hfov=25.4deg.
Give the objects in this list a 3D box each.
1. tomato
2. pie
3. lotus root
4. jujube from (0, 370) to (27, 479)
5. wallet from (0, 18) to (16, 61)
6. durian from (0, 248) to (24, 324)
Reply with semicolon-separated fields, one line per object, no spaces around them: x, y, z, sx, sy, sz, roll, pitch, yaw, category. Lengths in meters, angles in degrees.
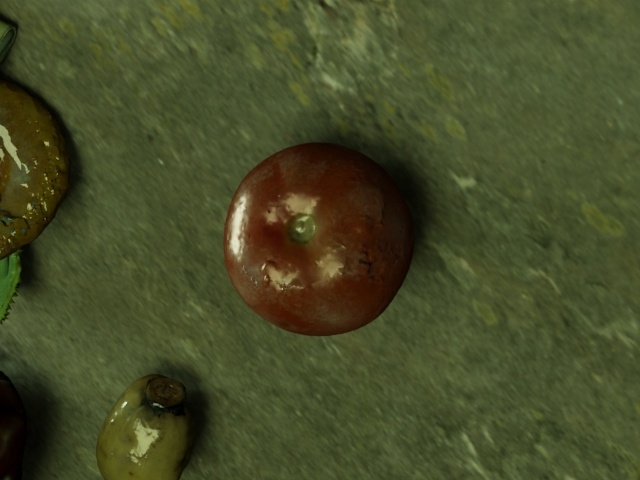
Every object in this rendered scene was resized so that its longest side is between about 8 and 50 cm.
0.000;0.000;1.532;0.208;0.184;0.208;-2;81;12;tomato
-0.437;-0.081;1.724;0.273;0.069;0.273;-1;85;11;pie
-0.228;0.268;1.821;0.118;0.125;0.221;18;120;-13;lotus root
-0.524;0.302;1.920;0.258;0.258;0.376;27;136;12;jujube
-0.455;-0.245;1.699;0.155;0.039;0.110;31;83;10;wallet
-0.438;0.009;1.806;0.086;0.100;0.215;-23;92;34;durian
